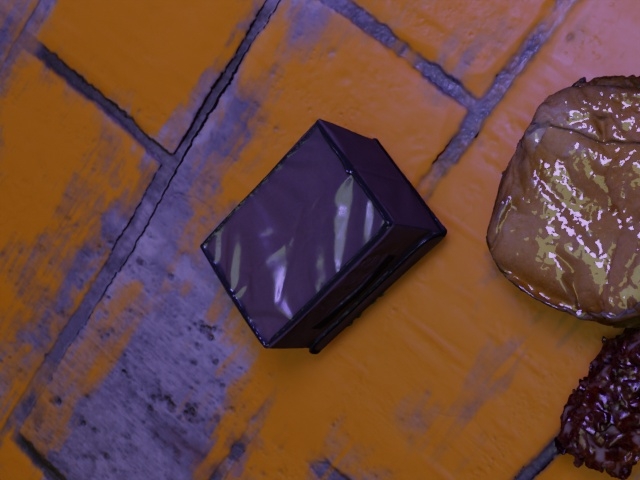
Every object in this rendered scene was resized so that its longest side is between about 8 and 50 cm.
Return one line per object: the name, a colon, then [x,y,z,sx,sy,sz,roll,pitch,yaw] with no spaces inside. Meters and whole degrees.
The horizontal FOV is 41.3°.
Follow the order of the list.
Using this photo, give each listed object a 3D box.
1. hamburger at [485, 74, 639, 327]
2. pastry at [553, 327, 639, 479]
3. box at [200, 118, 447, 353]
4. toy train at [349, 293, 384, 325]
hamburger: [0.342,-0.045,0.997,0.259,0.144,0.283,35,108,27]
pastry: [0.371,0.186,1.027,0.115,0.097,0.208,34,102,5]
box: [0.000,0.000,1.110,0.252,0.153,0.188,-43,66,19]
toy train: [0.048,0.081,1.176,0.092,0.029,0.045,-42,71,19]
